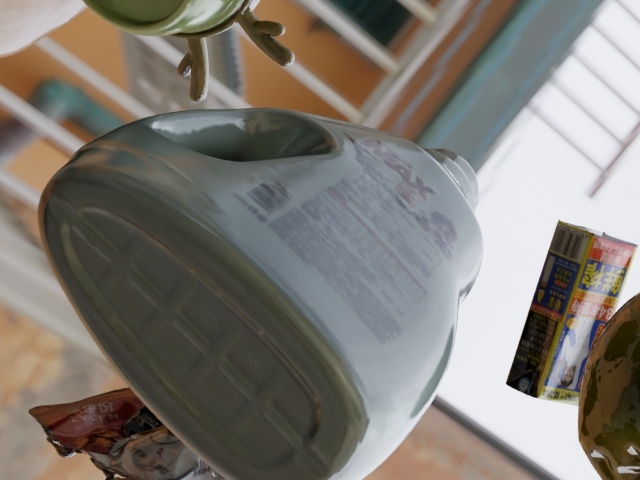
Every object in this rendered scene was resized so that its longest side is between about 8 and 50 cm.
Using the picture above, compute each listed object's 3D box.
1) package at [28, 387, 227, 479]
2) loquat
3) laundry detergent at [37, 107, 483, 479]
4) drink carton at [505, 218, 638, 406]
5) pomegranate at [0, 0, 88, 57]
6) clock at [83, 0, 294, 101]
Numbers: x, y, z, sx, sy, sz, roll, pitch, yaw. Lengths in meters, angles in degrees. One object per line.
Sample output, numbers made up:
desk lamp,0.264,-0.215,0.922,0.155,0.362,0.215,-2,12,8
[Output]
package,-0.147,0.193,1.833,0.269,0.194,0.071,22,-75,62
loquat,0.325,0.120,1.573,0.246,0.213,0.213,-39,-155,-33
laundry detergent,0.000,0.000,1.306,0.124,0.264,0.398,-50,173,28
drink carton,0.235,0.070,1.858,0.056,0.071,0.165,25,-81,52
pomegranate,-0.376,-0.401,2.089,0.411,0.411,0.411,-30,-138,31
clock,-0.128,-0.265,1.580,0.235,0.308,0.096,-17,-172,47
